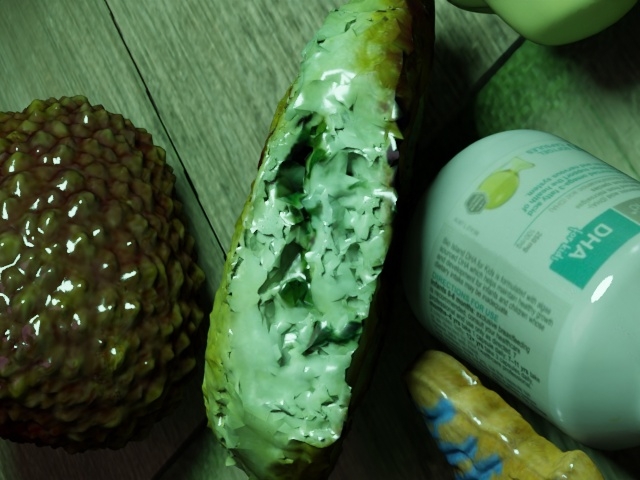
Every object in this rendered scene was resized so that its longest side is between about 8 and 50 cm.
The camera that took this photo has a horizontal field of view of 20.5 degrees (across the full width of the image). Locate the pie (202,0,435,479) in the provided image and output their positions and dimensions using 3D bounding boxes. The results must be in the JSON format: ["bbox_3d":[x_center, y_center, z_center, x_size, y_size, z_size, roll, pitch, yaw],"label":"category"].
[{"bbox_3d":[0.000,0.000,1.045,0.288,0.103,0.354,-85,7,-81],"label":"pie"}]

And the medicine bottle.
[{"bbox_3d":[0.155,0.038,0.939,0.215,0.135,0.135,36,115,43],"label":"medicine bottle"}]

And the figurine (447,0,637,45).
[{"bbox_3d":[0.098,-0.233,0.963,0.262,0.154,0.180,65,155,-3],"label":"figurine"}]

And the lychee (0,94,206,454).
[{"bbox_3d":[-0.196,0.019,1.264,0.271,0.271,0.271,-1,89,48],"label":"lychee"}]

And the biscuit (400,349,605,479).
[{"bbox_3d":[0.135,0.173,0.973,0.280,0.043,0.183,53,164,15],"label":"biscuit"}]
